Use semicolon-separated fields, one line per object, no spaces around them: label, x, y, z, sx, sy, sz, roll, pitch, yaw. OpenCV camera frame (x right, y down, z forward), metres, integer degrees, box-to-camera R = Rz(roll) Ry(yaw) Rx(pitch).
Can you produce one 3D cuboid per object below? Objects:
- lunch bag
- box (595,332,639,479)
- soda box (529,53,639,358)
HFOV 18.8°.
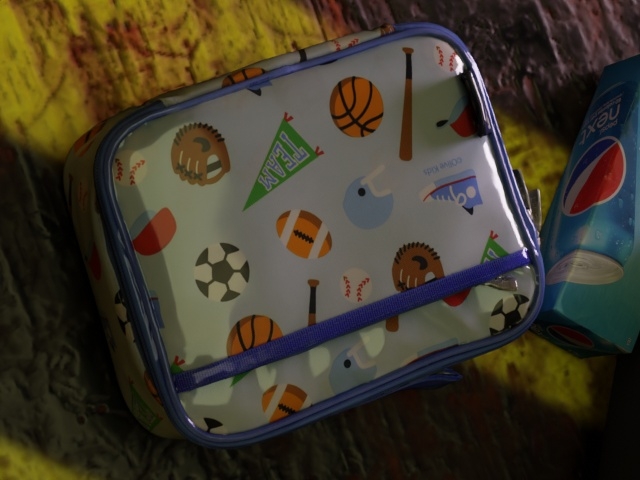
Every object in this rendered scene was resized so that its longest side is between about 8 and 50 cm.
lunch bag;0.000;0.000;1.251;0.303;0.115;0.243;-18;93;-24
box;0.408;0.175;1.320;0.395;0.212;0.293;26;60;-19
soda box;0.211;-0.025;1.370;0.071;0.067;0.210;29;72;-18
